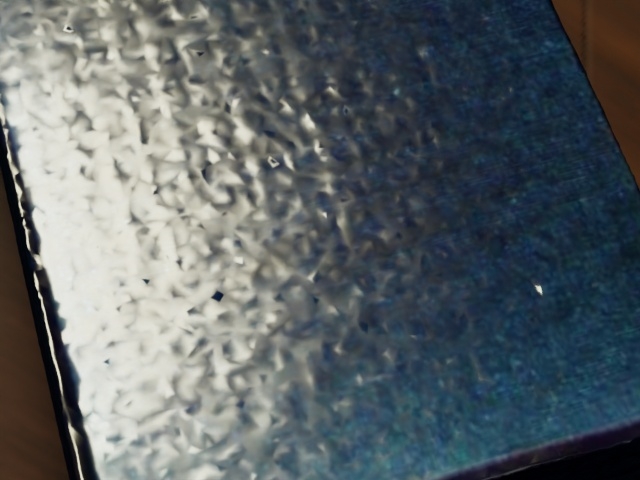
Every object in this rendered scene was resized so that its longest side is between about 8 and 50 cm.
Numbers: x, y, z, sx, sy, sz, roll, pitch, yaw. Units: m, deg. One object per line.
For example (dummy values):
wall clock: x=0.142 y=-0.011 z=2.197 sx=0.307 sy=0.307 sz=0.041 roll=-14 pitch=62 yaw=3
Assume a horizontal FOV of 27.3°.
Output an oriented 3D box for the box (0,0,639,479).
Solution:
box: x=0.000 y=0.000 z=0.590 sx=0.261 sy=0.116 sz=0.279 roll=-11 pitch=63 yaw=-15
